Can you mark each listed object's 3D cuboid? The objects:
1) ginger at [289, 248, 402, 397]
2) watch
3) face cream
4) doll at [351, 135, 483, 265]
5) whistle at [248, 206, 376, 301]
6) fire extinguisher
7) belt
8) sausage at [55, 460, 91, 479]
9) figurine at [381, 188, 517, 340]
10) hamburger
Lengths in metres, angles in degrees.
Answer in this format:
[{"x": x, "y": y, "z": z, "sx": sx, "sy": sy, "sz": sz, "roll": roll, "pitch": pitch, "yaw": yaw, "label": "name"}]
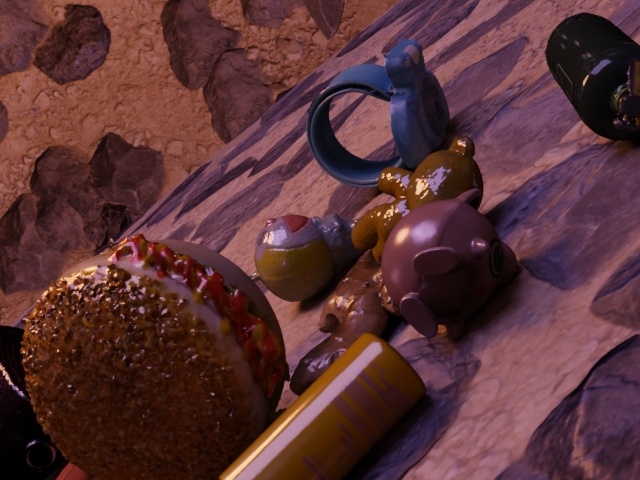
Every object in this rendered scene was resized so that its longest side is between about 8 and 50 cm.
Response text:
[{"x": 0.031, "y": 0.091, "z": 1.132, "sx": 0.214, "sy": 0.059, "sz": 0.133, "roll": -49, "pitch": 24, "yaw": -25, "label": "ginger"}, {"x": 0.078, "y": -0.184, "z": 1.568, "sx": 0.193, "sy": 0.210, "sz": 0.211, "roll": -13, "pitch": 25, "yaw": 24, "label": "watch"}, {"x": -0.028, "y": 0.199, "z": 0.906, "sx": 0.273, "sy": 0.078, "sz": 0.078, "roll": -44, "pitch": 14, "yaw": -12, "label": "face cream"}, {"x": 0.116, "y": -0.025, "z": 1.212, "sx": 0.209, "sy": 0.097, "sz": 0.137, "roll": -35, "pitch": 52, "yaw": 49, "label": "doll"}, {"x": 0.000, "y": 0.000, "z": 1.387, "sx": 0.223, "sy": 0.122, "sz": 0.123, "roll": -26, "pitch": 14, "yaw": -4, "label": "whistle"}, {"x": 0.315, "y": -0.171, "z": 1.126, "sx": 0.311, "sy": 0.115, "sz": 0.095, "roll": -76, "pitch": -1, "yaw": -69, "label": "fire extinguisher"}, {"x": -0.413, "y": 0.245, "z": 1.487, "sx": 0.164, "sy": 0.184, "sz": 0.289, "roll": -59, "pitch": 27, "yaw": 5, "label": "belt"}, {"x": -0.288, "y": 0.281, "z": 1.365, "sx": 0.065, "sy": 0.065, "sz": 0.169, "roll": -31, "pitch": 17, "yaw": 32, "label": "sausage"}, {"x": 0.120, "y": 0.022, "z": 1.000, "sx": 0.125, "sy": 0.125, "sz": 0.138, "roll": -32, "pitch": 4, "yaw": 30, "label": "figurine"}, {"x": -0.172, "y": 0.134, "z": 1.079, "sx": 0.294, "sy": 0.276, "sz": 0.179, "roll": -54, "pitch": -5, "yaw": 27, "label": "hamburger"}]
